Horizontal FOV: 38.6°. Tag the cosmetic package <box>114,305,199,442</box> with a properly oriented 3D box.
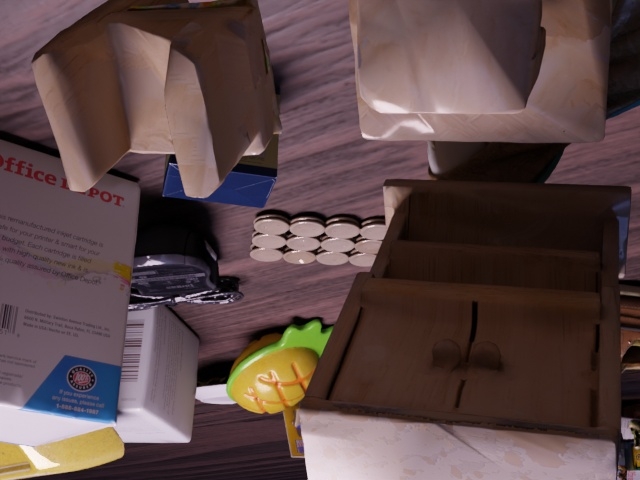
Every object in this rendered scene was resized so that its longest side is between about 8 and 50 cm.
[{"bbox_3d":[-0.261,0.173,1.197,0.151,0.151,0.183,-3,154,11],"label":"cosmetic package"}]

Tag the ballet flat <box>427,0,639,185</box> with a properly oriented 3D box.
[{"bbox_3d":[0.145,-0.107,0.638,0.124,0.116,0.342,30,147,-12],"label":"ballet flat"}]

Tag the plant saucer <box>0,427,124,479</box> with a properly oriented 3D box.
[{"bbox_3d":[-0.442,0.173,1.072,0.333,0.081,0.333,-18,113,34],"label":"plant saucer"}]

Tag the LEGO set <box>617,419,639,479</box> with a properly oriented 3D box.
[{"bbox_3d":[0.460,0.273,1.306,0.331,0.192,0.255,-4,-167,22],"label":"LEGO set"}]

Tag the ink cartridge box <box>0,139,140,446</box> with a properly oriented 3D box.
[{"bbox_3d":[-0.286,0.052,0.835,0.171,0.232,0.168,19,152,-35],"label":"ink cartridge box"}]

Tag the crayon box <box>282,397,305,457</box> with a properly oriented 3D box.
[{"bbox_3d":[0.094,0.343,1.509,0.323,0.083,0.203,6,-161,-10],"label":"crayon box"}]

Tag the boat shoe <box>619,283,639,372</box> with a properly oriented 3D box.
[{"bbox_3d":[0.341,0.112,1.097,0.307,0.104,0.111,-6,155,14],"label":"boat shoe"}]

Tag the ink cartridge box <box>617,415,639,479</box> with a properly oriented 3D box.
[{"bbox_3d":[0.465,0.358,1.605,0.218,0.092,0.158,4,158,20],"label":"ink cartridge box"}]

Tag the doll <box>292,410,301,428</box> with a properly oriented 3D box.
[{"bbox_3d":[0.042,0.332,1.663,0.189,0.046,0.129,7,156,-13],"label":"doll"}]

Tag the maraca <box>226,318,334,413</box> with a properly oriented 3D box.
[{"bbox_3d":[-0.050,0.171,1.260,0.186,0.099,0.127,-43,142,22],"label":"maraca"}]

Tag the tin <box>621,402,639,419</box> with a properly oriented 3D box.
[{"bbox_3d":[0.613,0.328,1.649,0.106,0.040,0.190,-20,149,30],"label":"tin"}]

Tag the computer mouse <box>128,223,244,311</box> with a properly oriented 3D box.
[{"bbox_3d":[-0.196,0.029,0.997,0.184,0.060,0.262,-6,167,5],"label":"computer mouse"}]

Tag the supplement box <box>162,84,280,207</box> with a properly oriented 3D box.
[{"bbox_3d":[-0.078,-0.078,0.718,0.083,0.083,0.056,7,155,-13],"label":"supplement box"}]

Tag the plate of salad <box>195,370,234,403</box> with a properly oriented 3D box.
[{"bbox_3d":[-0.117,0.227,1.438,0.200,0.048,0.200,-2,166,-1],"label":"plate of salad"}]

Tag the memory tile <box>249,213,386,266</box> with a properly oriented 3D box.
[{"bbox_3d":[0.000,0.000,0.975,0.148,0.012,0.113,3,156,-5],"label":"memory tile"}]

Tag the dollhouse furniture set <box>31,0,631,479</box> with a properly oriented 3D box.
[{"bbox_3d":[0.084,-0.088,0.470,0.362,0.256,0.394,3,121,16],"label":"dollhouse furniture set"}]
